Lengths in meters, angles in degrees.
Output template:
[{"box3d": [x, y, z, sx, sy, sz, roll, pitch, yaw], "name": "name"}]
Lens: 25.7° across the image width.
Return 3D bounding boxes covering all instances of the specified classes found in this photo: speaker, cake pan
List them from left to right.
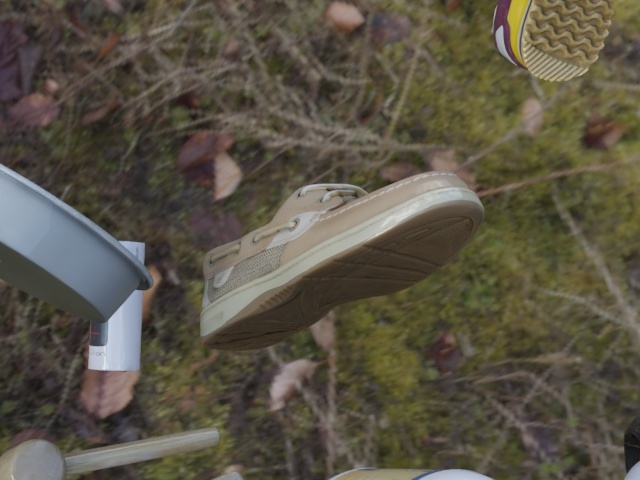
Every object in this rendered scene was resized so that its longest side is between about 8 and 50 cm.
[{"box3d": [-0.287, -0.013, 1.240, 0.293, 0.293, 0.054, 33, 76, -15], "name": "cake pan"}, {"box3d": [-0.211, 0.068, 1.456, 0.055, 0.055, 0.136, 3, 88, -25], "name": "speaker"}]

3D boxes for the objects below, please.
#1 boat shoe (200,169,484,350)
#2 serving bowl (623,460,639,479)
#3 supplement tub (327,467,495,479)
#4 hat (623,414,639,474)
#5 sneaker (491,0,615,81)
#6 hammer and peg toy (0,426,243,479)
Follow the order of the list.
[{"box3d": [0.000, 0.000, 1.269, 0.122, 0.341, 0.110, 12, 61, -43], "name": "boat shoe"}, {"box3d": [0.189, 0.166, 0.824, 0.083, 0.027, 0.083, -9, 100, -62], "name": "serving bowl"}, {"box3d": [0.061, 0.252, 1.106, 0.144, 0.200, 0.144, 5, 81, -29], "name": "supplement tub"}, {"box3d": [0.389, 0.246, 1.404, 0.134, 0.331, 0.331, -20, 85, -17], "name": "hat"}, {"box3d": [0.144, -0.187, 0.798, 0.069, 0.084, 0.185, 16, 107, -25], "name": "sneaker"}, {"box3d": [-0.156, 0.335, 1.363, 0.266, 0.127, 0.361, -21, 85, -25], "name": "hammer and peg toy"}]
